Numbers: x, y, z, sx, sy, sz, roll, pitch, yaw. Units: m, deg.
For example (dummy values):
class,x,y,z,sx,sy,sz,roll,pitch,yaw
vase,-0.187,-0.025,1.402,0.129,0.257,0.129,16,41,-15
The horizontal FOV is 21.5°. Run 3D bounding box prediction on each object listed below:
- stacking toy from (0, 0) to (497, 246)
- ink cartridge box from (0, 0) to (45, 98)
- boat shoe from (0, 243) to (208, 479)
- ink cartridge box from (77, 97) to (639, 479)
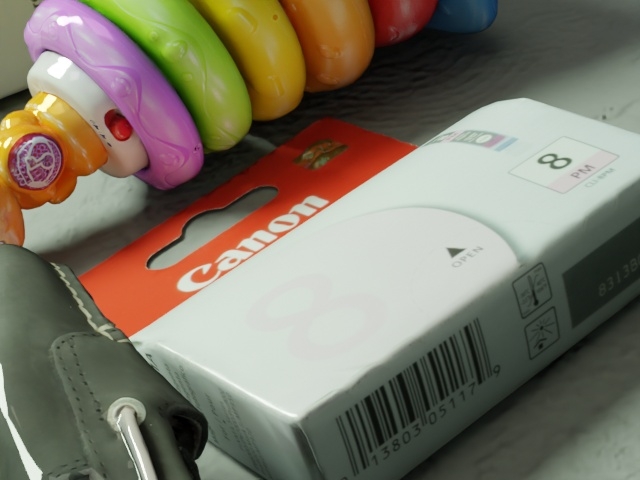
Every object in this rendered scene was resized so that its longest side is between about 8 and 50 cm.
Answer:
class,x,y,z,sx,sy,sz,roll,pitch,yaw
stacking toy,-0.075,-0.091,0.782,0.302,0.175,0.165,-44,36,-18
ink cartridge box,-0.355,-0.147,0.970,0.394,0.166,0.285,-23,31,-10
boat shoe,-0.051,0.114,0.483,0.095,0.112,0.335,-5,35,-12
ink cartridge box,0.000,0.000,0.671,0.189,0.066,0.232,-34,39,-25
